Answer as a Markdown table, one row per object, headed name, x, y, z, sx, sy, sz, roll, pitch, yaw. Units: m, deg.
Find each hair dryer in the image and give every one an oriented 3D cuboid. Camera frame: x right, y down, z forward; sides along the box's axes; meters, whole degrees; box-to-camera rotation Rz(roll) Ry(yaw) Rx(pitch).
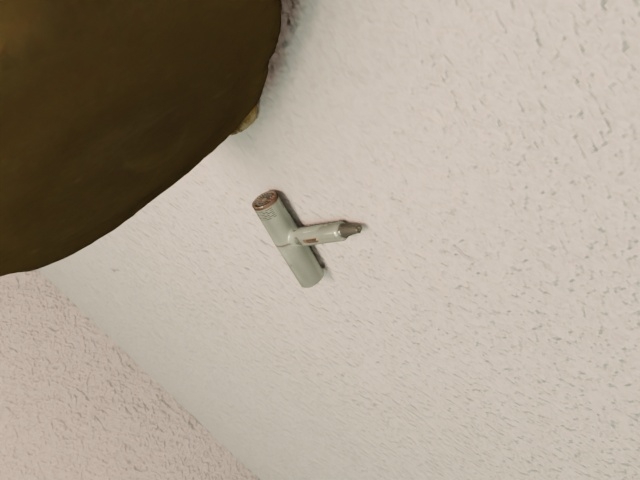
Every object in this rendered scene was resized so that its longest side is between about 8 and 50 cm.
| name | x | y | z | sx | sy | sz | roll | pitch | yaw |
| --- | --- | --- | --- | --- | --- | --- | --- | --- | --- |
| hair dryer | 0.005 | 0.006 | 1.068 | 0.183 | 0.044 | 0.154 | 7 | 139 | 45 |

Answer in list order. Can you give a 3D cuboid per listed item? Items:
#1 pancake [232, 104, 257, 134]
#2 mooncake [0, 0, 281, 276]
| name | x | y | z | sx | sy | sz | roll | pitch | yaw |
| --- | --- | --- | --- | --- | --- | --- | --- | --- | --- |
| pancake | -0.135 | -0.191 | 0.987 | 0.140 | 0.022 | 0.139 | 30 | 145 | 23 |
| mooncake | -0.275 | -0.169 | 0.763 | 0.262 | 0.467 | 0.467 | 53 | 155 | 11 |
